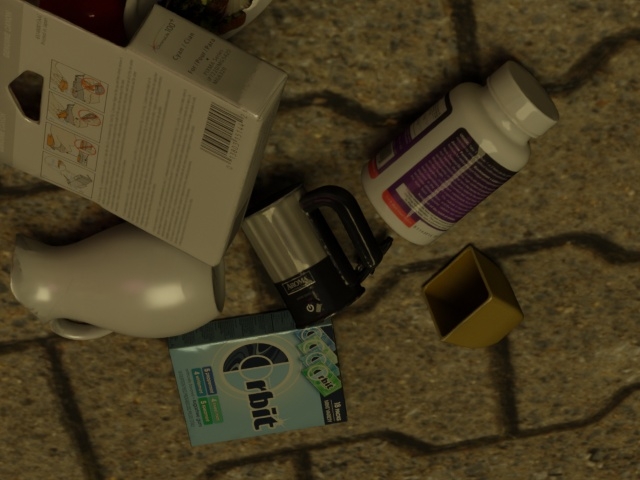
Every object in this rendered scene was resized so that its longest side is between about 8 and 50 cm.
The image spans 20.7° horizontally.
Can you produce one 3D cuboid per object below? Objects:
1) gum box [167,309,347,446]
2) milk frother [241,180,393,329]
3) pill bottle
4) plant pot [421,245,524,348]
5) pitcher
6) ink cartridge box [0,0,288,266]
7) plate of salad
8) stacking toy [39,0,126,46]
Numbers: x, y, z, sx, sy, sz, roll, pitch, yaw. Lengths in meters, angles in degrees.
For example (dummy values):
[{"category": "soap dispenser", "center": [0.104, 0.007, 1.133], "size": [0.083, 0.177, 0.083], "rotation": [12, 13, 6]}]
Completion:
[{"category": "gum box", "center": [-0.070, 0.153, 1.990], "size": [0.184, 0.041, 0.157], "rotation": [-9, 129, 0]}, {"category": "milk frother", "center": [0.000, 0.000, 1.849], "size": [0.129, 0.143, 0.134], "rotation": [-28, 98, 9]}, {"category": "pill bottle", "center": [0.144, -0.092, 1.778], "size": [0.193, 0.108, 0.108], "rotation": [-40, 123, 23]}, {"category": "plant pot", "center": [0.176, 0.072, 1.937], "size": [0.083, 0.081, 0.081], "rotation": [27, 121, -38]}, {"category": "pitcher", "center": [-0.204, 0.053, 1.853], "size": [0.207, 0.125, 0.178], "rotation": [-3, 151, 7]}, {"category": "ink cartridge box", "center": [-0.181, -0.117, 1.658], "size": [0.261, 0.066, 0.296], "rotation": [27, 150, 2]}, {"category": "plate of salad", "center": [-0.092, -0.235, 1.614], "size": [0.200, 0.048, 0.200], "rotation": [-31, 154, -17]}, {"category": "stacking toy", "center": [-0.182, -0.300, 1.562], "size": [0.141, 0.141, 0.330], "rotation": [7, 134, -13]}]
